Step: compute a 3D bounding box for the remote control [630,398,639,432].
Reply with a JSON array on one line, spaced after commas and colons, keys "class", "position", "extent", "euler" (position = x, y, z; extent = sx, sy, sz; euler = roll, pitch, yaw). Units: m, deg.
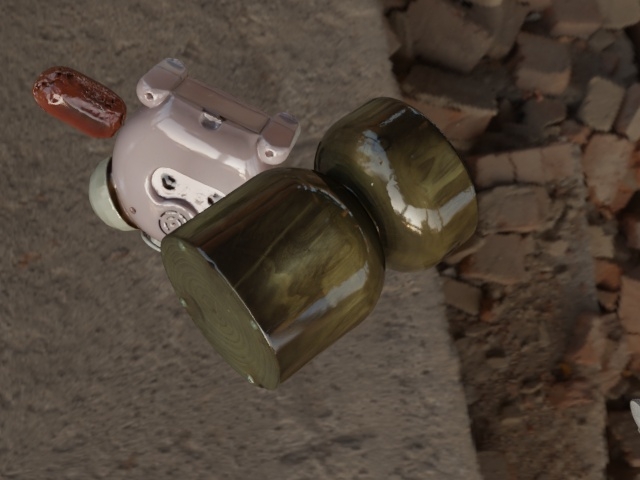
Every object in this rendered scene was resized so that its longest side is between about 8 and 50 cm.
[{"class": "remote control", "position": [0.492, 0.306, 1.425], "extent": [0.044, 0.073, 0.229], "euler": [-35, 106, -3]}]

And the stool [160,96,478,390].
[{"class": "stool", "position": [0.000, 0.000, 1.009], "extent": [0.264, 0.179, 0.179], "euler": [-35, 90, -22]}]

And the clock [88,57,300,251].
[{"class": "clock", "position": [-0.227, -0.116, 1.857], "extent": [0.342, 0.325, 0.184], "euler": [29, 32, 2]}]

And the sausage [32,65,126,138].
[{"class": "sausage", "position": [-0.334, -0.193, 1.432], "extent": [0.141, 0.076, 0.076], "euler": [25, 70, -37]}]
